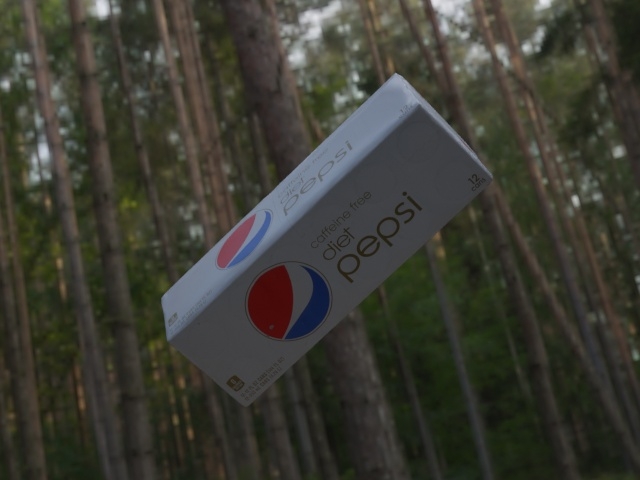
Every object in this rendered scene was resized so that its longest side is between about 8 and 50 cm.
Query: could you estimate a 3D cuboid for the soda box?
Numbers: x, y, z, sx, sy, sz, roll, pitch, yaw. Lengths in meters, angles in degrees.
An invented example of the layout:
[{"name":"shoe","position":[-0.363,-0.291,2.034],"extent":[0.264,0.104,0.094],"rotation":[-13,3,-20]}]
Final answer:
[{"name":"soda box","position":[0.000,0.000,0.867],"extent":[0.216,0.069,0.074],"rotation":[-43,-66,9]}]
